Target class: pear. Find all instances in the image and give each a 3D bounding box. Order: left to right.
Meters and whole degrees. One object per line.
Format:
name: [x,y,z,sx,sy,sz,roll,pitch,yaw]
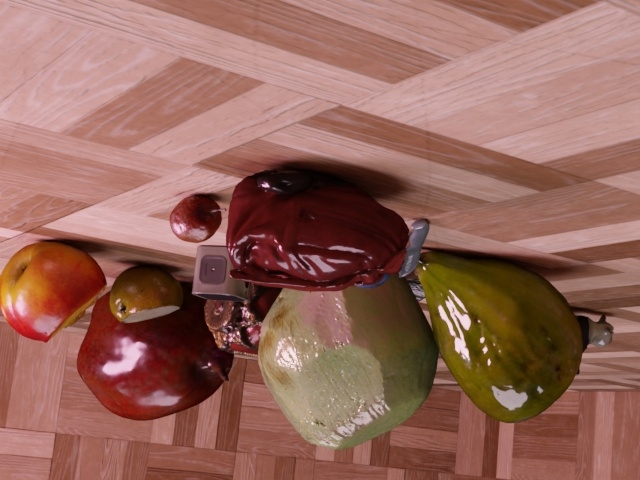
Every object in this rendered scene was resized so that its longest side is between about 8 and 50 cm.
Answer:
pear: [-0.338,0.097,2.089,0.141,0.104,0.141,-18,173,-2]

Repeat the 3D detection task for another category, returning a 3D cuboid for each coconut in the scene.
coconut: [0.035,0.171,1.822,0.281,0.328,0.328,-12,-178,-38]

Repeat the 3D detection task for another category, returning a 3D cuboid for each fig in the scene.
fig: [0.274,0.135,1.678,0.233,0.233,0.314,-3,143,37]

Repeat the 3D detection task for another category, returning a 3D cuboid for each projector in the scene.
projector: [-0.166,0.057,1.843,0.083,0.082,0.083,2,169,20]

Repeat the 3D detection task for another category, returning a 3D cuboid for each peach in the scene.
peach: [-0.471,0.096,1.932,0.190,0.190,0.192,-4,146,41]

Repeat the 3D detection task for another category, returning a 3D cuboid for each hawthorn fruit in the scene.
hawthorn fruit: [-0.334,0.219,2.253,0.325,0.308,0.308,-30,151,29]
hawthorn fruit: [-0.158,-0.035,1.455,0.067,0.066,0.103,12,155,-30]

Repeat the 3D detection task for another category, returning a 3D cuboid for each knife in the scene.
knife: [0.134,0.012,1.564,0.028,0.015,0.210,-21,161,-9]

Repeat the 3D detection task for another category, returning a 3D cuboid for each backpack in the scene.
backpack: [0.001,-0.002,1.317,0.229,0.138,0.229,8,169,1]

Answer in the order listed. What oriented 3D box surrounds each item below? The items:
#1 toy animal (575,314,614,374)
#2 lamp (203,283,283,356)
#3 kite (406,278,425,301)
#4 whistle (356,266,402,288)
toy animal: [0.462,0.182,2.098,0.225,0.093,0.121,12,126,-10]
lamp: [-0.078,0.139,2.018,0.274,0.177,0.177,12,167,-36]
kite: [0.129,0.144,1.988,0.229,0.012,0.250,-39,113,21]
whistle: [0.051,0.024,1.570,0.158,0.090,0.090,13,167,-27]
